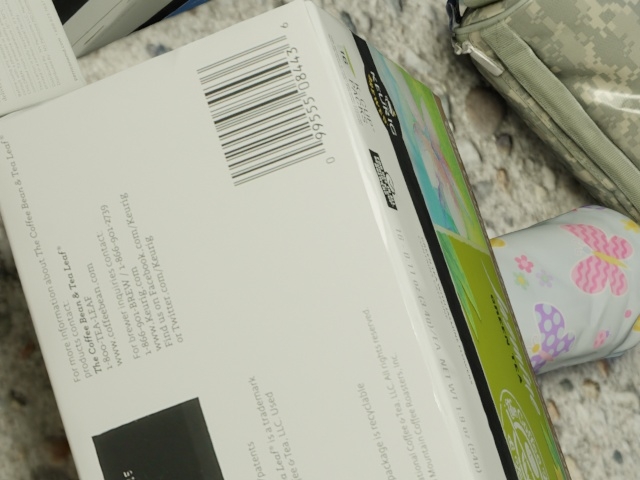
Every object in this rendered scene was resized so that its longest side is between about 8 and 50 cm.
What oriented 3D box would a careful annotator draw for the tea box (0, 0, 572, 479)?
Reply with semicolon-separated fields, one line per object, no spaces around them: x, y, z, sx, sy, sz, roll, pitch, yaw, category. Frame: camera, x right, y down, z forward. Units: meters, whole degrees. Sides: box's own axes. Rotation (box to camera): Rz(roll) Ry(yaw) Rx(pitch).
-0.008;0.067;1.181;0.323;0.220;0.329;19;51;-73;tea box

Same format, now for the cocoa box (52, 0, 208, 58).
-0.133;-0.351;1.350;0.228;0.231;0.347;-29;88;-40;cocoa box

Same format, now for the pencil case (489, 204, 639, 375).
0.144;0.057;1.452;0.273;0.113;0.124;-19;81;-41;pencil case

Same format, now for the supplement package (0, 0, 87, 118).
-0.295;-0.102;1.181;0.244;0.139;0.134;-22;87;-39;supplement package

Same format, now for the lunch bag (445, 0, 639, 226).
0.268;-0.146;1.567;0.305;0.212;0.256;47;46;-10;lunch bag
